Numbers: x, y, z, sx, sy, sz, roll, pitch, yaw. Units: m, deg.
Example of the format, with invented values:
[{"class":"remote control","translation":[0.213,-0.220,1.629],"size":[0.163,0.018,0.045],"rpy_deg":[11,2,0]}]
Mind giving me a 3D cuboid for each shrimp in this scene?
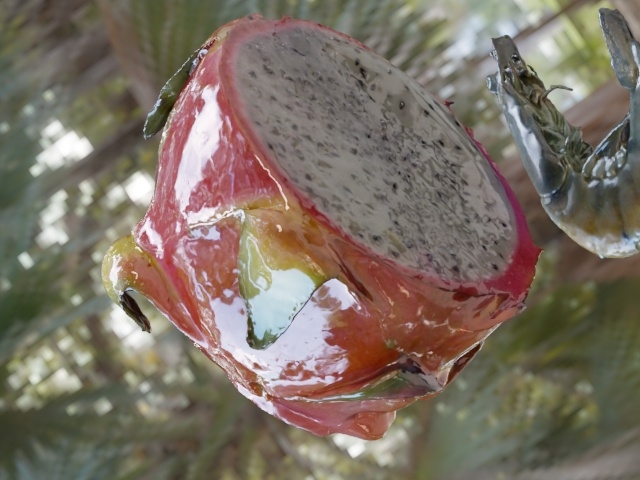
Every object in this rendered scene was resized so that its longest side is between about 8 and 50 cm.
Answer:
[{"class":"shrimp","translation":[0.187,-0.091,1.375],"size":[0.051,0.150,0.217],"rpy_deg":[-7,-131,-32]}]

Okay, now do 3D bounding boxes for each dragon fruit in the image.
[{"class":"dragon fruit","translation":[0.000,0.000,1.319],"size":[0.290,0.189,0.291],"rpy_deg":[26,-145,-21]}]
